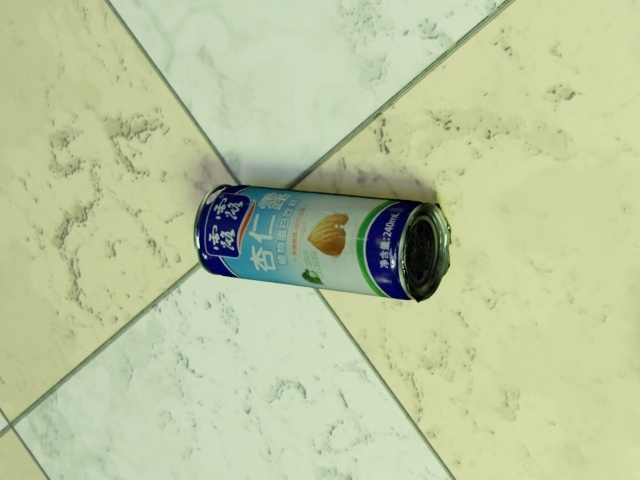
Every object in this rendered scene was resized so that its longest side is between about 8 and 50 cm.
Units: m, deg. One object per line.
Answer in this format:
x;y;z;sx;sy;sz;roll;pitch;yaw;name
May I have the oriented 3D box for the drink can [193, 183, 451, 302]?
0.000;0.000;1.465;0.235;0.097;0.097;7;112;30;drink can
